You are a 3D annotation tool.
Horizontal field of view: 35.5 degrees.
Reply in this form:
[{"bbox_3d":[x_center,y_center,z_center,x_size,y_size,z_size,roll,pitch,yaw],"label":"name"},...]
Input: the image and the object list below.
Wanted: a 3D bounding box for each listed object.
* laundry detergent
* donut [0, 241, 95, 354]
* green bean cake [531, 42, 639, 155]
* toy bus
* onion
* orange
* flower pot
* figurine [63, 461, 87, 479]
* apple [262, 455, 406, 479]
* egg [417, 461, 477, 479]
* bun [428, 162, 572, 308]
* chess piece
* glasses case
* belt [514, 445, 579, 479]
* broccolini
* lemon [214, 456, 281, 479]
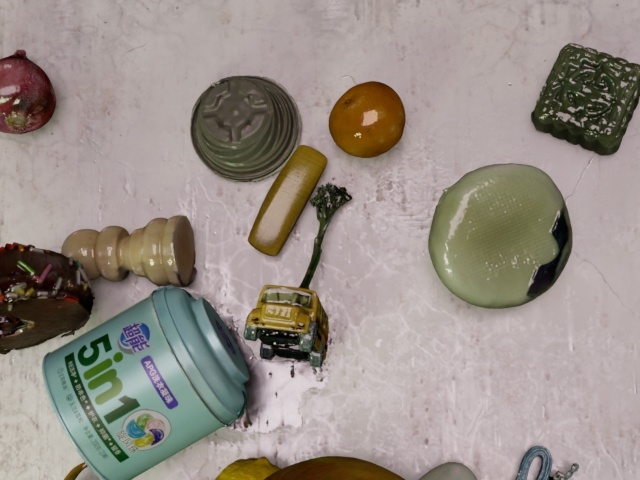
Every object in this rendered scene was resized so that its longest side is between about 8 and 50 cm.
[{"bbox_3d":[-0.306,0.256,1.852,0.305,0.287,0.287,-30,78,0],"label":"laundry detergent"},{"bbox_3d":[-0.566,0.102,1.873,0.259,0.345,0.136,-22,71,10],"label":"donut"},{"bbox_3d":[0.528,-0.281,1.972,0.185,0.094,0.183,23,84,14],"label":"green bean cake"},{"bbox_3d":[-0.051,0.155,1.822,0.121,0.335,0.123,8,76,7],"label":"toy bus"},{"bbox_3d":[-0.625,-0.317,2.064,0.159,0.159,0.195,-11,56,3],"label":"onion"},{"bbox_3d":[0.096,-0.235,1.979,0.159,0.159,0.136,-50,120,-4],"label":"orange"},{"bbox_3d":[-0.159,-0.241,2.003,0.235,0.140,0.235,-1,77,6],"label":"flower pot"},{"bbox_3d":[-0.435,0.646,1.821,0.387,0.268,0.401,-44,44,13],"label":"figurine"},{"bbox_3d":[0.021,0.544,1.663,0.374,0.374,0.384,45,110,11],"label":"apple"},{"bbox_3d":[0.220,0.506,1.824,0.151,0.151,0.209,20,81,9],"label":"egg"},{"bbox_3d":[0.331,-0.011,1.905,0.283,0.179,0.283,-1,97,-7],"label":"bun"},{"bbox_3d":[-0.388,0.028,1.986,0.261,0.143,0.142,-3,79,9],"label":"chess piece"},{"bbox_3d":[-0.067,-0.081,2.002,0.079,0.064,0.234,28,84,6],"label":"glasses case"},{"bbox_3d":[0.399,0.475,1.861,0.100,0.065,0.179,25,85,18],"label":"belt"},{"bbox_3d":[-0.004,-0.004,1.960,0.071,0.057,0.254,-5,56,38],"label":"broccolini"},{"bbox_3d":[-0.128,0.501,1.846,0.181,0.180,0.193,-3,107,5],"label":"lemon"}]
